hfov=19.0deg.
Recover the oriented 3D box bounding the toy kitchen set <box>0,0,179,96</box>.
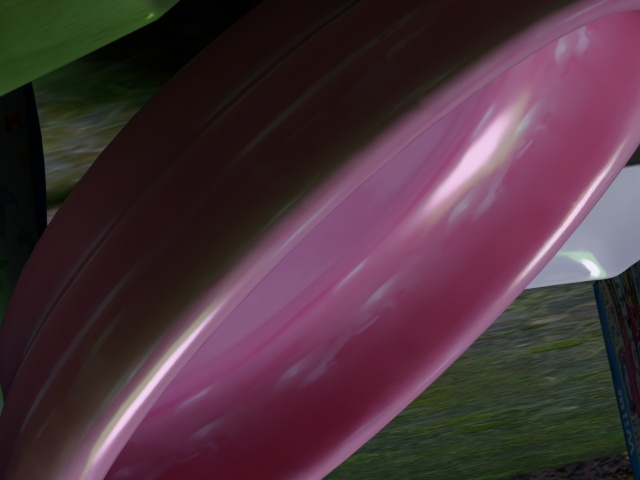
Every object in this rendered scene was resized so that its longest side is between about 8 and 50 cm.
[{"bbox_3d":[-0.156,-0.090,0.549,0.122,0.166,0.207,-19,-160,38],"label":"toy kitchen set"}]

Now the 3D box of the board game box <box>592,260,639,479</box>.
[{"bbox_3d":[0.267,0.095,1.282,0.097,0.224,0.303,-11,166,0],"label":"board game box"}]

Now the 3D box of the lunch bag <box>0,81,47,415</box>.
[{"bbox_3d":[-0.169,-0.002,0.708,0.096,0.151,0.129,-18,166,30],"label":"lunch bag"}]

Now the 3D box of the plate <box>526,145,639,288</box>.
[{"bbox_3d":[0.076,-0.014,1.070,0.278,0.045,0.277,-7,167,-12],"label":"plate"}]

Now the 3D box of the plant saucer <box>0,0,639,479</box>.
[{"bbox_3d":[0.000,0.000,0.728,0.332,0.084,0.332,-39,163,-15],"label":"plant saucer"}]
